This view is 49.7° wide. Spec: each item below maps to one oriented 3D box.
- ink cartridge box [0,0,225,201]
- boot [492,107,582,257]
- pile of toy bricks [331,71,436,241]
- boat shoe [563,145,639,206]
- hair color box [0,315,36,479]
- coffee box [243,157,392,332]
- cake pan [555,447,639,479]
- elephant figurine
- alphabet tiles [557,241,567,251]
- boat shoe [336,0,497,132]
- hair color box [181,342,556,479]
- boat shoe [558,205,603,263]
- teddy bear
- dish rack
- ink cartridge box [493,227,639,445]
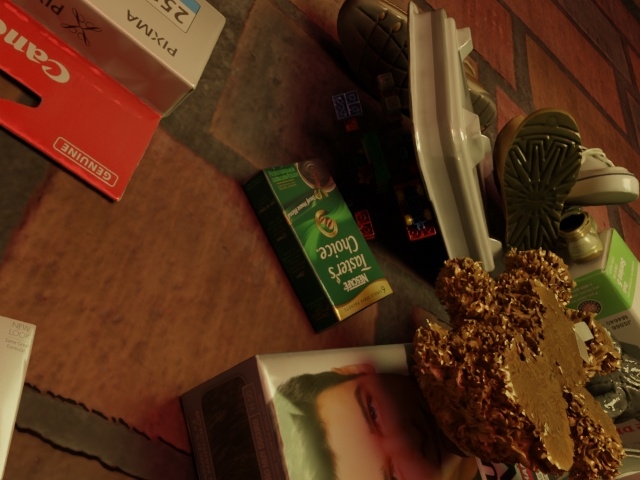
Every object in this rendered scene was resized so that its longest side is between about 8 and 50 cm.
[{"bbox_3d":[-0.247,-0.218,0.633,0.296,0.066,0.261,36,42,-25],"label":"ink cartridge box"},{"bbox_3d":[0.287,-0.116,0.973,0.089,0.236,0.269,7,32,6],"label":"boot"},{"bbox_3d":[0.072,-0.091,0.872,0.105,0.118,0.212,63,12,-78],"label":"pile of toy bricks"},{"bbox_3d":[0.377,-0.094,0.998,0.267,0.096,0.088,-8,100,-86],"label":"boat shoe"},{"bbox_3d":[-0.243,0.123,0.422,0.093,0.053,0.167,24,49,-34],"label":"hair color box"},{"bbox_3d":[0.000,0.000,0.772,0.113,0.040,0.184,-18,80,-51],"label":"coffee box"},{"bbox_3d":[0.363,0.384,0.768,0.293,0.054,0.293,2,75,-8],"label":"cake pan"},{"bbox_3d":[0.324,0.177,0.843,0.186,0.239,0.169,-13,76,-50],"label":"elephant figurine"},{"bbox_3d":[0.440,0.062,1.089,0.284,0.021,0.278,48,-2,-13],"label":"alphabet tiles"},{"bbox_3d":[0.142,-0.271,1.055,0.324,0.123,0.116,32,38,-38],"label":"boat shoe"},{"bbox_3d":[0.069,0.202,0.656,0.375,0.114,0.185,4,62,-45],"label":"hair color box"},{"bbox_3d":[0.339,-0.020,0.930,0.048,0.056,0.153,57,22,-14],"label":"boat shoe"},{"bbox_3d":[0.196,0.117,0.679,0.245,0.113,0.338,48,34,-8],"label":"teddy bear"},{"bbox_3d":[0.183,-0.118,0.905,0.333,0.072,0.285,63,24,-49],"label":"dish rack"},{"bbox_3d":[0.389,0.148,0.965,0.273,0.198,0.115,50,41,-10],"label":"ink cartridge box"}]
